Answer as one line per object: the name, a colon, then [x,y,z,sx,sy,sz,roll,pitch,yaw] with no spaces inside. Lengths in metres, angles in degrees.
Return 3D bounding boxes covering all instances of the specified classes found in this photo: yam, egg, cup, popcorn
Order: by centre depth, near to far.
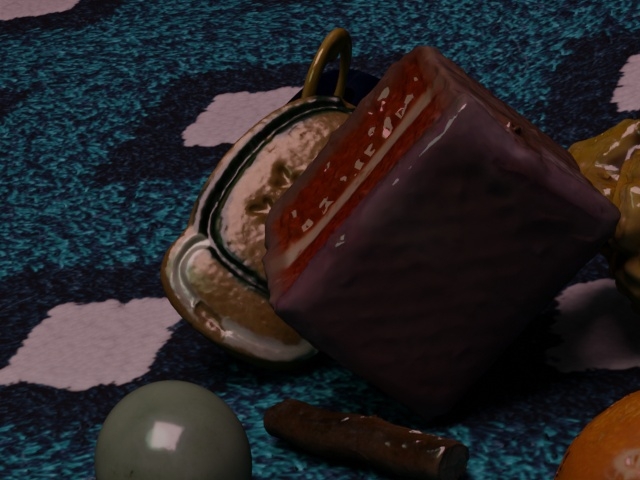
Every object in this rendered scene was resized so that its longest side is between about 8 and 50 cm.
egg: [-0.141,0.210,1.830,0.149,0.149,0.192,-16,25,-6]
yam: [0.040,0.195,1.886,0.241,0.057,0.057,9,33,42]
popcorn: [0.390,-0.035,1.979,0.265,0.225,0.332,-30,33,-35]
cup: [0.023,-0.123,2.359,0.255,0.178,0.256,-50,1,36]

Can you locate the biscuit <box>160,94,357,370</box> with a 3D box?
biscuit: [0.000,-0.001,2.136,0.287,0.057,0.344,34,66,7]

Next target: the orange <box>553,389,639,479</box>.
orange: [0.295,0.226,1.473,0.246,0.246,0.246,-11,25,5]

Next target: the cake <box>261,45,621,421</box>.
cake: [0.109,-0.009,1.945,0.309,0.230,0.237,-47,19,13]
